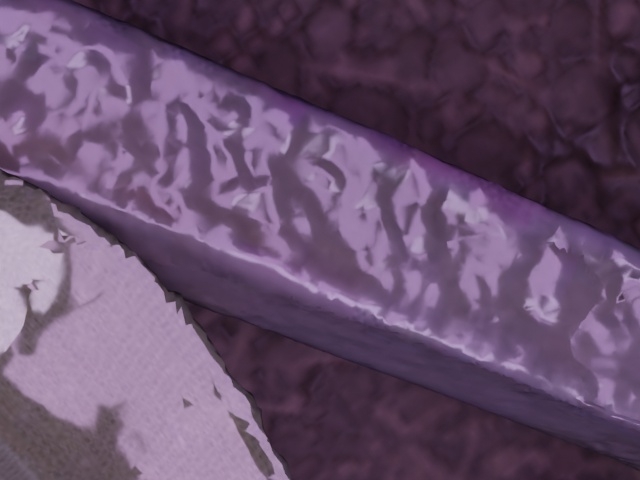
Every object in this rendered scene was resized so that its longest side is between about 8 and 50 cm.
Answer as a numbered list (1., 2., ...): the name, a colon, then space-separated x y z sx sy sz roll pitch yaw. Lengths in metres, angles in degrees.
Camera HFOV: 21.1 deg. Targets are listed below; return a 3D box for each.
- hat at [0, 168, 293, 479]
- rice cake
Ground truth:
1. hat: -0.133 0.110 0.411 0.257 0.130 0.257 9 72 -30
2. rice cake: 0.001 0.001 0.482 0.399 0.070 0.064 23 82 -16
